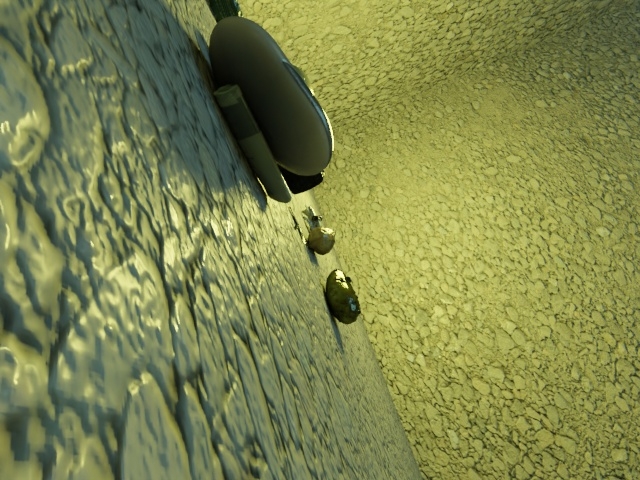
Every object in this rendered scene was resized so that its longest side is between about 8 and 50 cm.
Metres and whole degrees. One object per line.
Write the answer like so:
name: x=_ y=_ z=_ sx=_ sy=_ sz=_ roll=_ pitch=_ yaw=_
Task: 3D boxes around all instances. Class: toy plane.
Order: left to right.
toy plane: x=-0.021 y=-0.060 z=1.631 sx=0.171 sy=0.066 sz=0.162 roll=63 pitch=15 yaw=5

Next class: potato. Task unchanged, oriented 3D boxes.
potato: x=0.064 y=0.163 z=1.274 sx=0.225 sy=0.090 sz=0.117 roll=-105 pitch=172 yaw=-58

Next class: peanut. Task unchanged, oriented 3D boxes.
peanut: x=0.000 y=0.000 z=1.411 sx=0.214 sy=0.100 sz=0.099 roll=16 pitch=52 yaw=-78

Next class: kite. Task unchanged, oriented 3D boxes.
kite: x=-0.068 y=-0.042 z=1.236 sx=0.156 sy=0.011 sz=0.139 roll=-73 pitch=138 yaw=-86

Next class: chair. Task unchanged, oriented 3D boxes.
chair: x=-0.066 y=-0.226 z=1.361 sx=0.221 sy=0.140 sz=0.145 roll=-99 pitch=166 yaw=-67

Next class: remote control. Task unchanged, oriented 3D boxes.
remote control: x=-0.097 y=-0.269 z=0.813 sx=0.332 sy=0.103 sz=0.221 roll=54 pitch=-23 yaw=-11

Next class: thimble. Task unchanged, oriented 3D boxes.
thimble: x=-0.308 y=-0.759 z=1.380 sx=0.135 sy=0.090 sz=0.118 roll=64 pitch=7 yaw=-72

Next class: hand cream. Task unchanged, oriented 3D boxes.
hand cream: x=-0.128 y=-0.178 z=0.820 sx=0.079 sy=0.048 sz=0.255 roll=24 pitch=-31 yaw=46

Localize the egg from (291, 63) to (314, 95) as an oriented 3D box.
egg: x=-0.131 y=-0.522 z=1.533 sx=0.269 sy=0.219 sz=0.219 roll=68 pitch=2 yaw=-58
